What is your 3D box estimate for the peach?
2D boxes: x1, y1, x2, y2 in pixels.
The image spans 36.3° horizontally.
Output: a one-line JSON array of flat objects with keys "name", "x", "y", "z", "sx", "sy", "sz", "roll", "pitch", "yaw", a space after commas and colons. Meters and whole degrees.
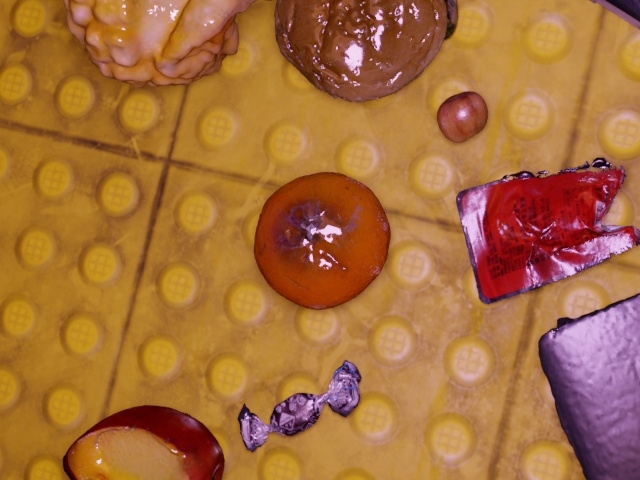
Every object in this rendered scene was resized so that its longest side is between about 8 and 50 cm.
[{"name": "peach", "x": -0.281, "y": 0.348, "z": 1.599, "sx": 0.267, "sy": 0.154, "sz": 0.159, "roll": 3, "pitch": 95, "yaw": 22}]

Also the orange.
[{"name": "orange", "x": 0.000, "y": 0.000, "z": 1.555, "sx": 0.224, "sy": 0.170, "sz": 0.224, "roll": -2, "pitch": 84, "yaw": 14}]

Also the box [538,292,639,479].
[{"name": "box", "x": 0.536, "y": 0.235, "z": 1.455, "sx": 0.359, "sy": 0.091, "sz": 0.350, "roll": -23, "pitch": 81, "yaw": 10}]

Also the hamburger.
[{"name": "hamburger", "x": 0.070, "y": -0.371, "z": 1.590, "sx": 0.265, "sy": 0.134, "sz": 0.285, "roll": 42, "pitch": 97, "yaw": 15}]

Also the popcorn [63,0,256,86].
[{"name": "popcorn", "x": -0.236, "y": -0.409, "z": 1.573, "sx": 0.381, "sy": 0.349, "sz": 0.349, "roll": 4, "pitch": 86, "yaw": 20}]

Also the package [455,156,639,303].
[{"name": "package", "x": 0.356, "y": -0.023, "z": 1.530, "sx": 0.269, "sy": 0.071, "sz": 0.194, "roll": -13, "pitch": 68, "yaw": 15}]

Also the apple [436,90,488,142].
[{"name": "apple", "x": 0.228, "y": -0.198, "z": 1.569, "sx": 0.084, "sy": 0.084, "sz": 0.071, "roll": -26, "pitch": 107, "yaw": 10}]

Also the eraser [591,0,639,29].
[{"name": "eraser", "x": 0.367, "y": -0.491, "z": 1.553, "sx": 0.404, "sy": 0.096, "sz": 0.098, "roll": 37, "pitch": 92, "yaw": 13}]

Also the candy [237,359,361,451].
[{"name": "candy", "x": -0.033, "y": 0.274, "z": 1.604, "sx": 0.226, "sy": 0.051, "sz": 0.094, "roll": -28, "pitch": 69, "yaw": 7}]
